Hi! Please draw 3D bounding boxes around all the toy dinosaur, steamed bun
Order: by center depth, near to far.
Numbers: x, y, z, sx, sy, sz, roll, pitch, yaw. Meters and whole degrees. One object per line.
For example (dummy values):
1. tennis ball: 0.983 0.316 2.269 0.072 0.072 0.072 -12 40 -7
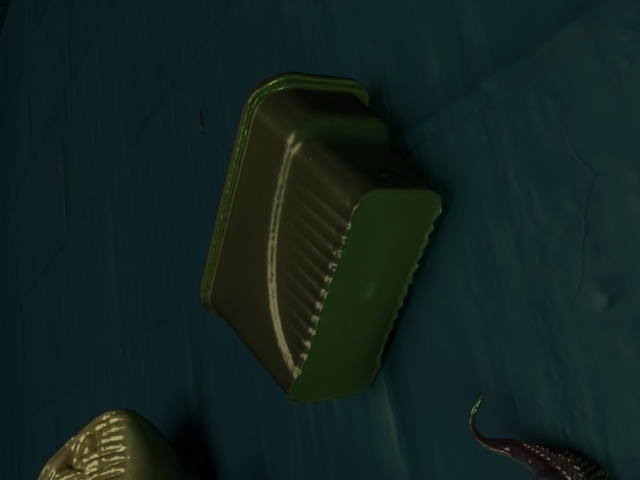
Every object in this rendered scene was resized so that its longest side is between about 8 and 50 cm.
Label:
1. toy dinosaur: 0.162 0.184 0.523 0.197 0.045 0.080 47 114 40
2. steamed bun: -0.288 0.448 1.061 0.346 0.237 0.394 3 60 36

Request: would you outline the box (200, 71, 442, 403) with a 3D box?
1. box: 0.000 0.000 0.726 0.178 0.138 0.274 46 129 42
